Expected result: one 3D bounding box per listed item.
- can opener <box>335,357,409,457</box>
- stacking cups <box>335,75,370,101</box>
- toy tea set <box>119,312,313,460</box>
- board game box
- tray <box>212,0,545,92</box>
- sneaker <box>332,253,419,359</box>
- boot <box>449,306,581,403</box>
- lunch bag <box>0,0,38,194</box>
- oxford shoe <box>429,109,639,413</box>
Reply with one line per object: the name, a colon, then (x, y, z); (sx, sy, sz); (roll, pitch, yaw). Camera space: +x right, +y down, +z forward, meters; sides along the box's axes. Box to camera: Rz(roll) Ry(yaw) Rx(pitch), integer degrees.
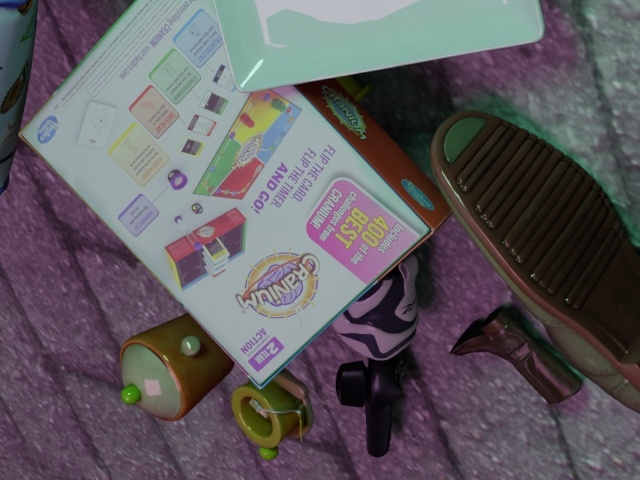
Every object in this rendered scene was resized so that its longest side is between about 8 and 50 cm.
can opener: (0.058, 0.165, 2.087); (0.073, 0.059, 0.186); (4, 149, 8)
stacking cups: (-0.092, -0.219, 1.763); (0.316, 0.096, 0.096); (48, 148, -3)
toy tea set: (-0.119, 0.069, 1.918); (0.200, 0.124, 0.336); (24, 132, 36)
board game box: (-0.076, -0.061, 1.731); (0.316, 0.064, 0.242); (47, 120, 0)
tray: (0.039, -0.207, 1.578); (0.270, 0.030, 0.145); (-8, 105, 24)
sneaker: (0.000, 0.000, 1.918); (0.235, 0.094, 0.153); (37, 141, 21)
boot: (0.188, 0.122, 1.911); (0.114, 0.037, 0.106); (41, 151, -7)
lunch bag: (-0.356, -0.278, 1.772); (0.239, 0.385, 0.328); (1, 149, -14)
oxford shoe: (0.205, 0.038, 1.709); (0.348, 0.123, 0.130); (47, 153, -6)
